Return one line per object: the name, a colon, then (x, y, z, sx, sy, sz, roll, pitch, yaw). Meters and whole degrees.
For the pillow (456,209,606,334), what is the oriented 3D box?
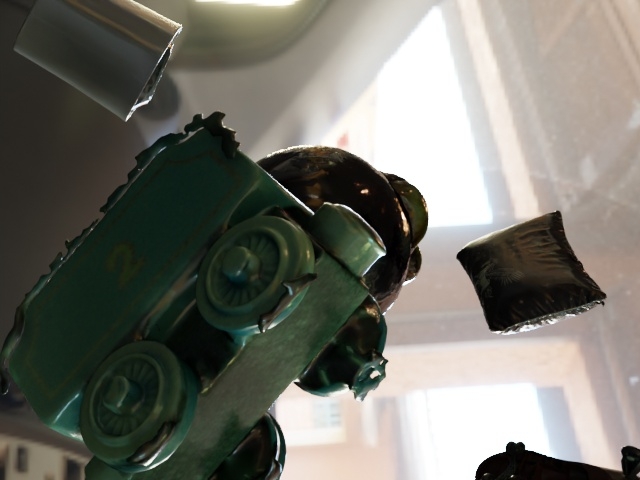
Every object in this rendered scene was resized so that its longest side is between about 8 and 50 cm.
pillow: (0.239, 0.038, 1.326, 0.208, 0.141, 0.055, -97, 164, -63)

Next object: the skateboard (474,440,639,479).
skateboard: (0.189, 0.196, 0.871, 0.080, 0.151, 0.067, 49, 60, -32)

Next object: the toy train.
toy train: (-0.067, 0.045, 0.619, 0.163, 0.203, 0.112, 42, -1, 43)

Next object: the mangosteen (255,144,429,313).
mangosteen: (0.000, 0.000, 1.205, 0.243, 0.243, 0.243, 177, -90, -88)

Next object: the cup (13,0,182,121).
cup: (-0.201, -0.189, 1.060, 0.095, 0.129, 0.128, -56, -170, 18)
